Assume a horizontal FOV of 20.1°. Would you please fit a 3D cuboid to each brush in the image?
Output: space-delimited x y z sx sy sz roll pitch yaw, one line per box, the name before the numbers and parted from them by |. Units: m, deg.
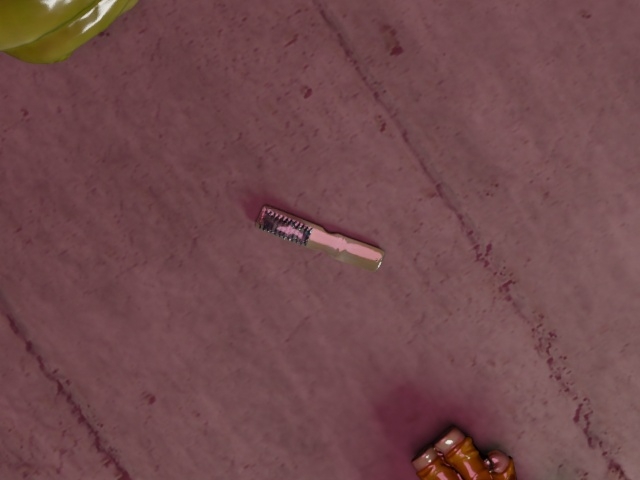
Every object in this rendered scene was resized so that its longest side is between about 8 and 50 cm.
brush | 0.000 0.000 1.131 0.084 0.013 0.016 21 102 -7

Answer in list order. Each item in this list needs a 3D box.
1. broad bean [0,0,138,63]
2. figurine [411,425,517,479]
broad bean | -0.183 -0.244 1.012 0.238 0.119 0.291 4 104 -1
figurine | 0.115 0.189 1.158 0.143 0.068 0.101 27 100 6
